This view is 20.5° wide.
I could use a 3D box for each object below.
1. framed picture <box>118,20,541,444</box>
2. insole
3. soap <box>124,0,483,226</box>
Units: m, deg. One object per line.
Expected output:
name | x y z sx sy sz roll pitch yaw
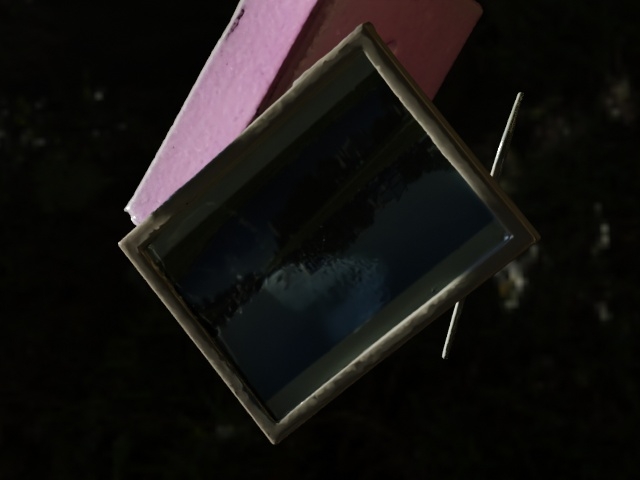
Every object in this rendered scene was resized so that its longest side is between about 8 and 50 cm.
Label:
framed picture | 0.000 0.000 0.711 0.109 0.149 0.011 52 -155 4
insole | 0.100 -0.006 1.107 0.065 0.006 0.193 -64 -11 -55
soap | -0.008 -0.096 1.283 0.181 0.081 0.259 22 -80 -54
